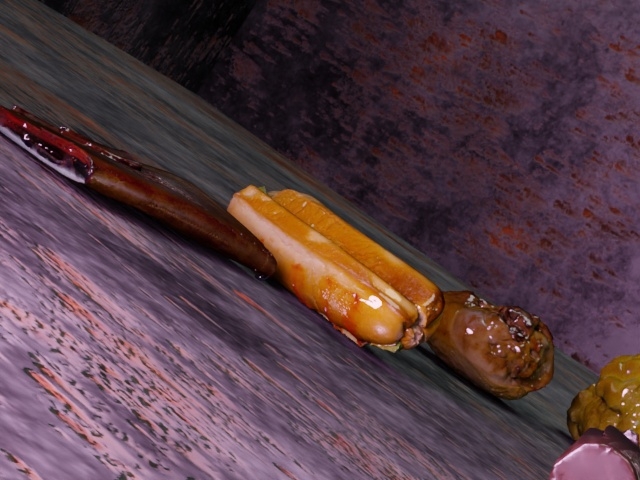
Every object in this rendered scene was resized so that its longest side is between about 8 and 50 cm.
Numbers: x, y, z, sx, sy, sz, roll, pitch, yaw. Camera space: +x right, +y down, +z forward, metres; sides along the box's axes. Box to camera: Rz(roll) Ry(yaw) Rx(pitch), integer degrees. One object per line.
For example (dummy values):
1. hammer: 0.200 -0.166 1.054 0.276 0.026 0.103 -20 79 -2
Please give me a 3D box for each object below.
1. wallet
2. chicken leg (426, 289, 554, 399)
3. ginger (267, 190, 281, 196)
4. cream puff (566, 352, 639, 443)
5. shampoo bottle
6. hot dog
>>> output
1. wallet: -0.141 -0.042 1.345 0.137 0.031 0.255 37 5 33
2. chicken leg: 0.116 0.077 1.746 0.252 0.087 0.107 28 -16 15
3. ginger: 0.000 0.000 1.855 0.176 0.052 0.193 43 9 32
4. cream puff: 0.313 0.182 1.807 0.116 0.146 0.146 -5 3 3
5. shampoo bottle: 0.215 0.176 1.329 0.067 0.068 0.236 33 3 14
6. hot dog: 0.004 0.024 1.480 0.104 0.076 0.250 3 21 -43
